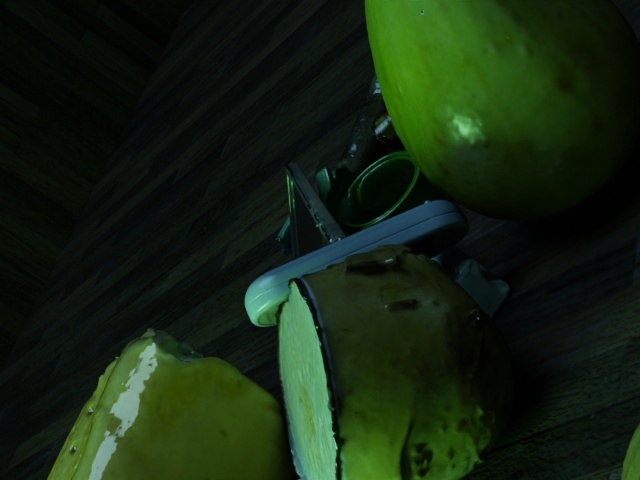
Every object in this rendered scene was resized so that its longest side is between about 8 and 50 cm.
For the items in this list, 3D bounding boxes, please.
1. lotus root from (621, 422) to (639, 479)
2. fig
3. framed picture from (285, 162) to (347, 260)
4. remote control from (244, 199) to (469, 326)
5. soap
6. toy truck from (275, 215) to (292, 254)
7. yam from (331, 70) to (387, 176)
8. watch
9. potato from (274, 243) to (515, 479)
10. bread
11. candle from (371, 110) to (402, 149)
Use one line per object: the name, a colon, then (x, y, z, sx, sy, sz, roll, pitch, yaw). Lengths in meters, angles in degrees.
lotus root: (0.284, 0.120, 0.708, 0.342, 0.151, 0.169, -41, 24, 27)
fig: (0.175, -0.185, 1.188, 0.258, 0.326, 0.258, -32, 15, 10)
framed picture: (-0.002, 0.055, 1.435, 0.315, 0.024, 0.232, -118, 22, -68)
remote control: (0.036, 0.022, 1.221, 0.244, 0.047, 0.087, -23, -23, -4)
soap: (0.121, 0.054, 1.313, 0.114, 0.063, 0.198, -54, 20, 5)
toy truck: (0.000, 0.000, 1.650, 0.067, 0.081, 0.175, -61, 20, -10)
yam: (0.075, -0.169, 1.779, 0.061, 0.061, 0.253, -22, 39, 57)
watch: (0.080, -0.054, 1.506, 0.152, 0.131, 0.165, -31, 29, 29)
potato: (0.071, 0.143, 1.133, 0.300, 0.196, 0.246, 112, 149, -66)
bread: (-0.190, 0.338, 1.319, 0.361, 0.250, 0.394, -44, 22, 59)
candle: (0.132, -0.191, 1.699, 0.131, 0.052, 0.052, -47, 21, 16)
